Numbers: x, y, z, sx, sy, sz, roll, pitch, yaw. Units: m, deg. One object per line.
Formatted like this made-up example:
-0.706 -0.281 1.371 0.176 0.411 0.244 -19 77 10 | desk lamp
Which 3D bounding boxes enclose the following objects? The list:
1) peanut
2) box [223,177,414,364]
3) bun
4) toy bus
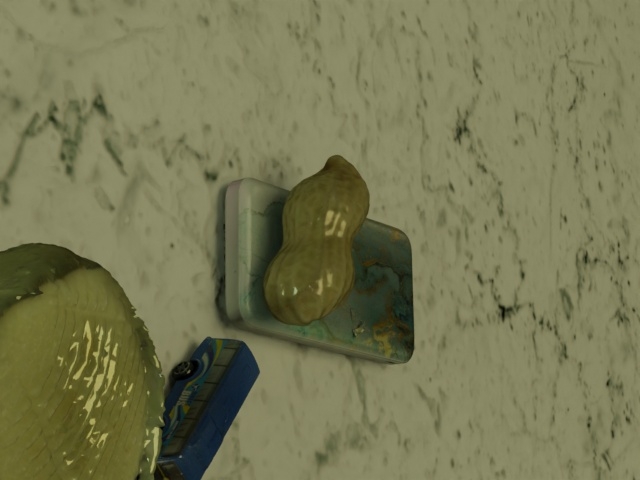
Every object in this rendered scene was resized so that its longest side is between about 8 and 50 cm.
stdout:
0.000 0.000 1.584 0.082 0.082 0.187 44 46 -40 | peanut
0.003 0.035 1.680 0.285 0.044 0.142 17 66 -52 | box
-0.233 0.135 1.245 0.259 0.152 0.259 -6 97 -63 | bun
-0.107 0.149 1.490 0.051 0.061 0.153 63 38 -32 | toy bus
